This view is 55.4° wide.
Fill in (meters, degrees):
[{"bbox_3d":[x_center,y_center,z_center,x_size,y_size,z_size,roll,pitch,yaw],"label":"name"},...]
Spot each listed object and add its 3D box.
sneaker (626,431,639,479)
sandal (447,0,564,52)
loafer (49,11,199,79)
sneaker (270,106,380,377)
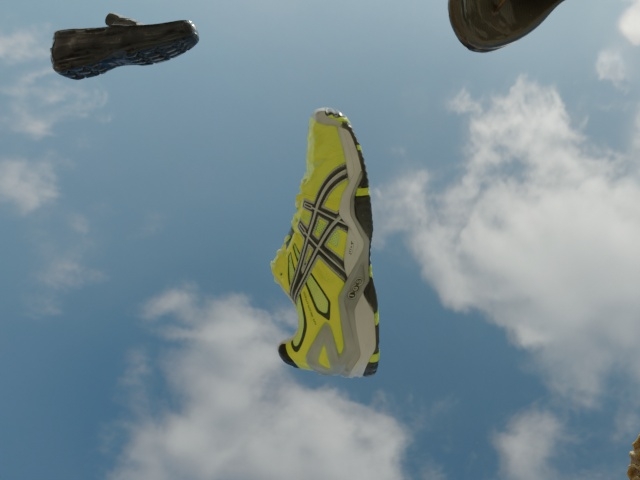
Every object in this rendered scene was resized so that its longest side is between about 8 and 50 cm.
[{"bbox_3d":[0.243,0.182,0.334,0.083,0.070,0.186,8,-131,-18],"label":"sneaker"},{"bbox_3d":[0.207,-0.239,0.528,0.219,0.060,0.090,-24,-87,-9],"label":"sandal"},{"bbox_3d":[-0.287,-0.293,0.881,0.223,0.076,0.078,-9,-91,8],"label":"loafer"},{"bbox_3d":[0.000,0.000,0.853,0.147,0.145,0.385,-4,-98,3],"label":"sneaker"}]
